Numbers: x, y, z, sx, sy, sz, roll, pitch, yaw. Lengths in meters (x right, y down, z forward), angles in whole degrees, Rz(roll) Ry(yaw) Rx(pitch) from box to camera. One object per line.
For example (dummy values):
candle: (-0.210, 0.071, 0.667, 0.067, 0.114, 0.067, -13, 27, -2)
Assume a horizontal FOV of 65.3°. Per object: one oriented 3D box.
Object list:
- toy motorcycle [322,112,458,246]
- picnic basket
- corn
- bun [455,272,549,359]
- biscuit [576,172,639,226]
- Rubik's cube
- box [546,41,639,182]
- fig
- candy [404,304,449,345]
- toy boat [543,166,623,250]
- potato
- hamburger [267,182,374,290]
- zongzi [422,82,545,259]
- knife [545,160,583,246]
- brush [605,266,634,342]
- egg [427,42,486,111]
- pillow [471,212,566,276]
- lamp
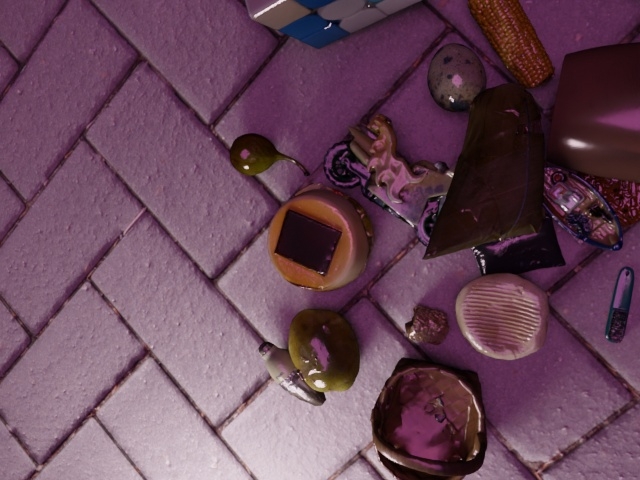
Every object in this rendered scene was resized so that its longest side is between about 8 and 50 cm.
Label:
toy motorcycle: (0.214, -0.161, 1.283, 0.410, 0.169, 0.237, 33, 91, 6)
picnic basket: (0.264, 0.481, 1.246, 0.292, 0.337, 0.337, 8, 96, 15)
corn: (0.461, -0.513, 1.225, 0.115, 0.115, 0.318, -30, 89, 16)
bun: (0.457, 0.189, 1.262, 0.231, 0.133, 0.231, -1, 86, 19)
biscuit: (0.719, -0.125, 1.220, 0.187, 0.027, 0.188, 1, 95, 17)
Rubik's cube: (0.016, -0.710, 1.181, 0.346, 0.346, 0.345, -15, 89, 30)
box: (0.634, -0.287, 1.108, 0.216, 0.301, 0.301, 13, 98, 24)
fig: (-0.141, -0.232, 1.422, 0.236, 0.124, 0.124, 13, 98, 0)
candy: (0.286, 0.228, 1.347, 0.110, 0.085, 0.095, 21, 108, 2)
toy boat: (0.609, -0.079, 1.186, 0.262, 0.115, 0.114, 46, 119, 10)
potato: (0.009, 0.305, 1.388, 0.197, 0.148, 0.229, -2, 85, 11)
hamburger: (0.000, 0.000, 1.362, 0.301, 0.170, 0.302, 2, 97, 20)
zongzi: (0.347, -0.160, 1.099, 0.174, 0.392, 0.356, 6, 105, 51)
knife: (0.590, -0.118, 1.263, 0.047, 0.017, 0.298, -31, 89, 18)
brush: (0.743, 0.161, 1.232, 0.043, 0.032, 0.194, 10, 98, 15)
egg: (0.338, -0.409, 1.250, 0.141, 0.141, 0.182, -16, 71, 16)
pillow: (0.501, 0.026, 1.278, 0.208, 0.055, 0.141, -18, 96, 17)
lamp: (-0.081, 0.387, 1.447, 0.250, 0.101, 0.101, 44, 104, 4)
